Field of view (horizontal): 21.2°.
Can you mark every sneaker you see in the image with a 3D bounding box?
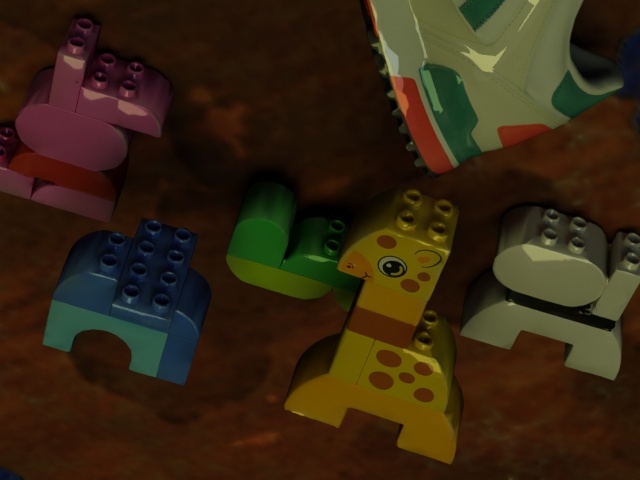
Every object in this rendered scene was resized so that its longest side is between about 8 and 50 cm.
[{"bbox_3d":[0.041,-0.092,0.466,0.075,0.057,0.161,-16,128,6],"label":"sneaker"}]

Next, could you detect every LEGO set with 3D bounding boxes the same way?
[{"bbox_3d":[0.000,0.000,0.534,0.227,0.087,0.093,17,135,-3],"label":"LEGO set"}]
